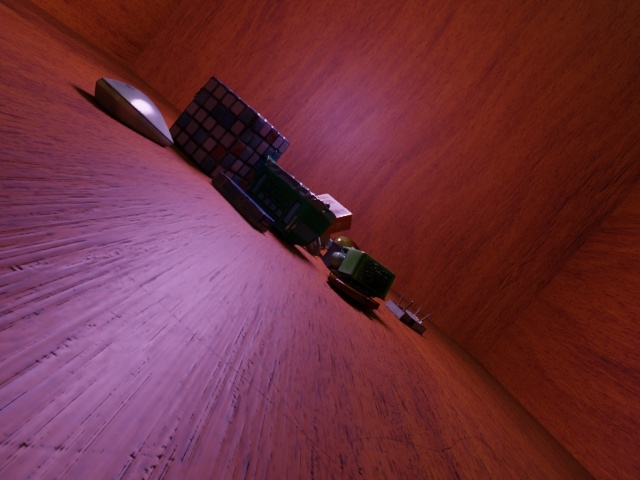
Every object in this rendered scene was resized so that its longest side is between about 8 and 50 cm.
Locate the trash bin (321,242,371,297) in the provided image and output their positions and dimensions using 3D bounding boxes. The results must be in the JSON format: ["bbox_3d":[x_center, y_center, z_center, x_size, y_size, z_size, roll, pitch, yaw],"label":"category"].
[{"bbox_3d":[0.131,0.118,1.887,0.225,0.115,0.165,37,4,-17],"label":"trash bin"}]

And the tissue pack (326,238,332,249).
[{"bbox_3d":[0.033,0.008,2.541,0.094,0.059,0.074,37,3,-41],"label":"tissue pack"}]

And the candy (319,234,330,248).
[{"bbox_3d":[0.000,0.000,2.213,0.119,0.119,0.440,41,-3,9],"label":"candy"}]

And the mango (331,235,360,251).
[{"bbox_3d":[0.154,0.063,2.552,0.111,0.133,0.267,20,-13,42],"label":"mango"}]

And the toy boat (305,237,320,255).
[{"bbox_3d":[-0.064,-0.058,1.791,0.085,0.078,0.260,-44,112,-80],"label":"toy boat"}]

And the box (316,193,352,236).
[{"bbox_3d":[-0.029,-0.108,1.988,0.274,0.091,0.221,-12,37,-28],"label":"box"}]

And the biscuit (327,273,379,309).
[{"bbox_3d":[0.107,0.175,1.509,0.180,0.039,0.236,33,-1,41],"label":"biscuit"}]

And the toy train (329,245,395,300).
[{"bbox_3d":[0.155,0.119,1.638,0.243,0.132,0.188,36,-11,-33],"label":"toy train"}]

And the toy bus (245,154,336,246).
[{"bbox_3d":[-0.124,-0.136,1.652,0.343,0.199,0.183,43,2,35],"label":"toy bus"}]

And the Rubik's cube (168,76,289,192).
[{"bbox_3d":[-0.346,-0.388,1.724,0.293,0.292,0.287,40,4,23],"label":"Rubik's cube"}]

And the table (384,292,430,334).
[{"bbox_3d":[0.444,0.353,2.211,0.240,0.111,0.121,37,6,-42],"label":"table"}]

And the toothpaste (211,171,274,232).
[{"bbox_3d":[-0.253,-0.126,1.432,0.272,0.053,0.066,42,0,33],"label":"toothpaste"}]

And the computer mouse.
[{"bbox_3d":[-0.534,-0.383,1.322,0.159,0.097,0.288,39,4,18],"label":"computer mouse"}]
